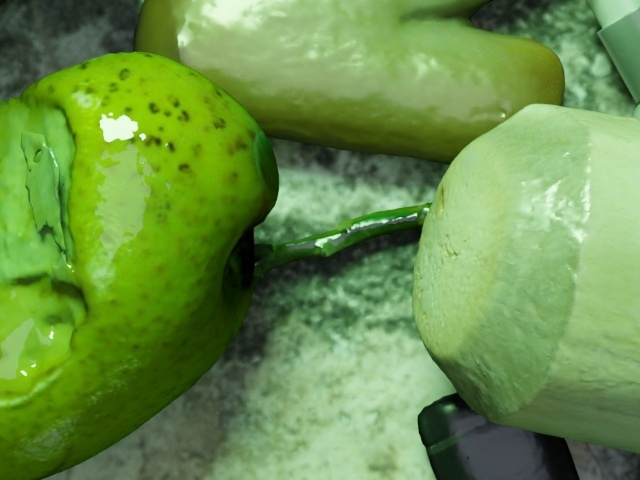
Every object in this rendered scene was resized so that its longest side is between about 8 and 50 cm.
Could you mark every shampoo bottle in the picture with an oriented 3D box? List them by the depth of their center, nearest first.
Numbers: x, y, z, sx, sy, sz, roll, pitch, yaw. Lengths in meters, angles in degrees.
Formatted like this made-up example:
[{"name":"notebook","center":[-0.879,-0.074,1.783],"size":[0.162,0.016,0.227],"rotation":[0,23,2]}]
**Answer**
[{"name":"shampoo bottle","center":[0.236,-0.090,0.839],"size":[0.074,0.074,0.192],"rotation":[-30,88,-1]}]

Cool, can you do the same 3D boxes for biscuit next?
[{"name":"biscuit","center":[0.028,-0.173,0.845],"size":[0.291,0.062,0.236],"rotation":[10,89,-1]}]

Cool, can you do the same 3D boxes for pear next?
[{"name":"pear","center":[-0.143,0.021,0.762],"size":[0.256,0.164,0.238],"rotation":[-14,88,15]}]

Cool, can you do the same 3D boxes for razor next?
[{"name":"razor","center":[0.127,0.164,0.841],"size":[0.090,0.054,0.148],"rotation":[-22,88,3]}]

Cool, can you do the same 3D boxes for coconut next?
[{"name":"coconut","center":[0.177,0.024,0.764],"size":[0.222,0.202,0.202],"rotation":[12,89,-15]}]

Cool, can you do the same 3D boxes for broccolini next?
[{"name":"broccolini","center":[0.001,0.005,0.845],"size":[0.254,0.057,0.071],"rotation":[-14,132,2]}]

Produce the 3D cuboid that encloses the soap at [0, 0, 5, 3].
[{"name":"soap","center":[-0.220,-0.311,0.731],"size":[0.156,0.293,0.335],"rotation":[-16,87,0]}]
